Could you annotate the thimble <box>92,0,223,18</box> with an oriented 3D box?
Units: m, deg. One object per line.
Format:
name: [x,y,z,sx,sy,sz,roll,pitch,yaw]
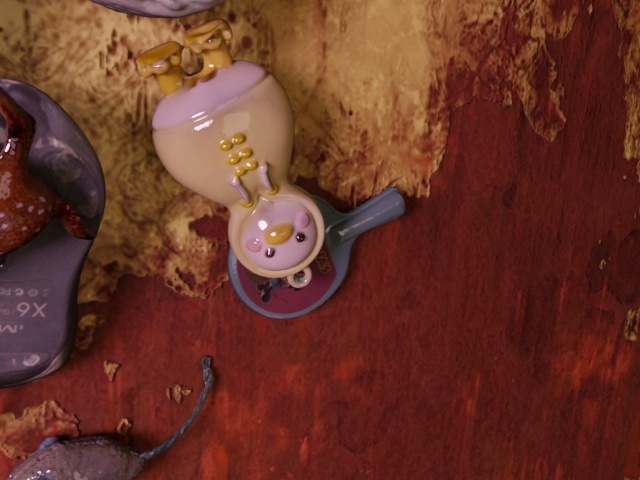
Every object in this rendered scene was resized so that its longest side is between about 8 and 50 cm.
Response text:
thimble: [-0.155,-0.284,0.547,0.211,0.149,0.185,-7,110,-30]

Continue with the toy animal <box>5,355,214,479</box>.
toy animal: [-0.213,0.223,0.707,0.252,0.070,0.079,-24,131,-28]

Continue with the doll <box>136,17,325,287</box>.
doll: [-0.072,-0.069,0.666,0.141,0.117,0.296,-31,112,-7]

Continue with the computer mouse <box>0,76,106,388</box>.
computer mouse: [-0.299,0.036,0.590,0.167,0.090,0.379,9,113,-26]

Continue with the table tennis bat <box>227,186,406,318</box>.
table tennis bat: [0.000,0.000,0.797,0.244,0.040,0.153,-27,114,-19]

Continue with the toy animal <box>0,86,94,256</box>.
toy animal: [-0.292,0.021,0.470,0.243,0.087,0.260,-22,132,-15]
